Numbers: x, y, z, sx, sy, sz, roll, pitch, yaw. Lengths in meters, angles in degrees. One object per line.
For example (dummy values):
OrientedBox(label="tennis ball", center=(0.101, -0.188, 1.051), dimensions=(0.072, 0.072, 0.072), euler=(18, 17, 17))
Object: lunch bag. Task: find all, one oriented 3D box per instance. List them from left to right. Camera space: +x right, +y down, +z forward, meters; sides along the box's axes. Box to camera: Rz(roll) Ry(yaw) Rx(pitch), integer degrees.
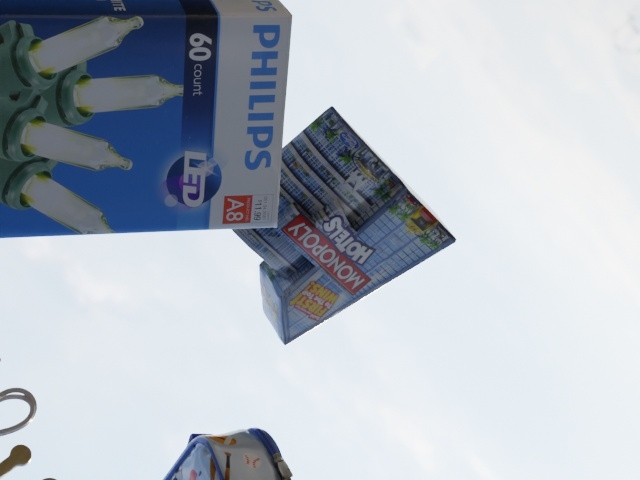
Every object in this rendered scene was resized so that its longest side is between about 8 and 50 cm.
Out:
OrientedBox(label="lunch bag", center=(-0.116, 0.360, 1.833), dimensions=(0.115, 0.303, 0.243), euler=(-2, -125, -35))

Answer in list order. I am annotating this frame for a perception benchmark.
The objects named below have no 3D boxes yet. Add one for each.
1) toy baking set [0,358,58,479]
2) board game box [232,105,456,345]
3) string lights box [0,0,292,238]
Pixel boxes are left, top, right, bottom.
OrientedBox(label="toy baking set", center=(-0.382, 0.238, 1.660), dimensions=(0.197, 0.030, 0.256), euler=(-12, -120, -20))
OrientedBox(label="board game box", center=(0.000, 0.000, 1.503), dimensions=(0.194, 0.194, 0.060), euler=(42, -171, -43))
OrientedBox(label="string lights box", center=(-0.153, -0.076, 0.888), dimensions=(0.260, 0.133, 0.077), euler=(-3, -155, -16))
